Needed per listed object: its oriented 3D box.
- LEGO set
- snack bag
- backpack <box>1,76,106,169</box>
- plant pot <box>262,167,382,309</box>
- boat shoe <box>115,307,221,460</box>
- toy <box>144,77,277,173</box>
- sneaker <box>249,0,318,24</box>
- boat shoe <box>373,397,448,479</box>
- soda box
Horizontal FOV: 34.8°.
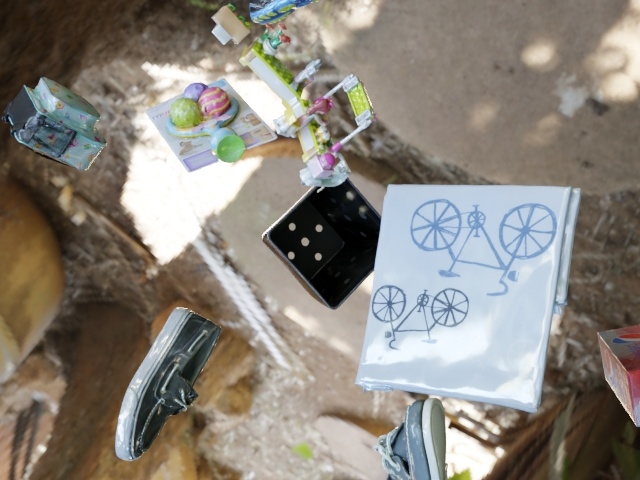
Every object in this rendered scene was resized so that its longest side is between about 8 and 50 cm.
[{"bbox_3d":[-0.021,-0.207,1.334,0.107,0.132,0.287,-35,77,26],"label":"LEGO set"},{"bbox_3d":[0.217,0.078,1.532,0.323,0.342,0.037,3,167,35],"label":"snack bag"},{"bbox_3d":[-0.531,-0.235,2.096,0.188,0.144,0.166,39,-176,-41],"label":"backpack"},{"bbox_3d":[0.000,0.000,1.894,0.188,0.187,0.167,48,164,-11],"label":"plant pot"},{"bbox_3d":[-0.301,0.290,2.045,0.119,0.335,0.121,16,156,14],"label":"boat shoe"},{"bbox_3d":[-0.170,-0.188,1.489,0.237,0.137,0.056,52,161,49],"label":"toy"},{"bbox_3d":[-0.040,-0.410,1.625,0.188,0.067,0.078,-19,82,29],"label":"sneaker"},{"bbox_3d":[0.119,0.305,1.364,0.099,0.116,0.319,3,147,10],"label":"boat shoe"},{"bbox_3d":[0.516,0.211,1.645,0.083,0.263,0.092,-11,97,6],"label":"soda box"}]
